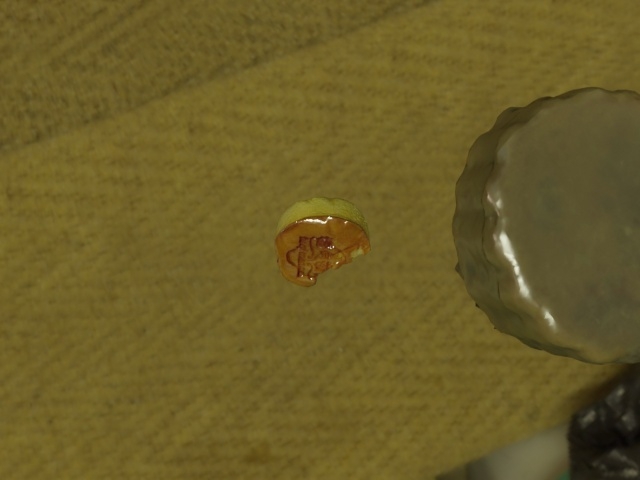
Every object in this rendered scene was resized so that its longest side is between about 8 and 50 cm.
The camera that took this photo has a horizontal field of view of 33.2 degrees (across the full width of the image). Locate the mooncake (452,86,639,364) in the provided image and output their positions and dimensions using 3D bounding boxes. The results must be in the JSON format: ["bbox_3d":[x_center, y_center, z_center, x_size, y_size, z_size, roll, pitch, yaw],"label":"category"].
[{"bbox_3d":[0.213,-0.011,0.884,0.228,0.124,0.228,2,84,-21],"label":"mooncake"}]

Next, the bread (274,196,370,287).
[{"bbox_3d":[-0.008,-0.004,1.650,0.156,0.086,0.125,-30,128,25],"label":"bread"}]
